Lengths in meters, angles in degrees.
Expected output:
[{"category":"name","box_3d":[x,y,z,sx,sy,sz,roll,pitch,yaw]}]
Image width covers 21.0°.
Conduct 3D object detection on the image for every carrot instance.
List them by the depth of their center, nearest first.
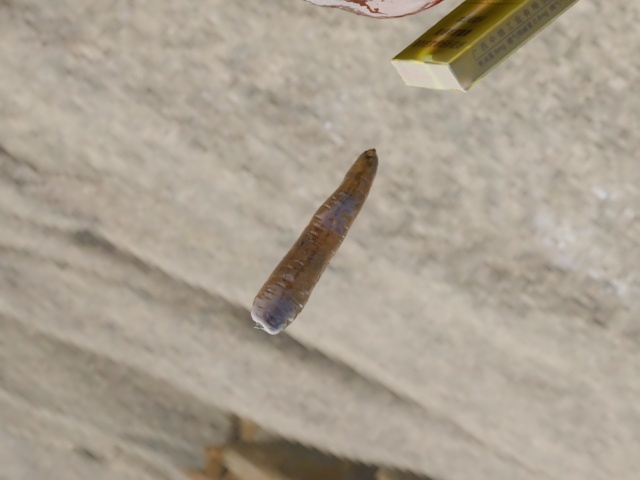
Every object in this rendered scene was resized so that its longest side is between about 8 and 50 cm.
[{"category":"carrot","box_3d":[0.000,0.000,1.288,0.036,0.165,0.035,31,166,8]}]

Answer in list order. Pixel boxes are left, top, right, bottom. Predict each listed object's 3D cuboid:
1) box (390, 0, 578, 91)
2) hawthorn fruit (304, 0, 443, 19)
[{"category":"box","box_3d":[0.117,-0.139,0.973,0.022,0.156,0.089,54,171,-19]},{"category":"hawthorn fruit","box_3d":[0.057,-0.250,1.159,0.181,0.181,0.235,41,139,-11]}]
